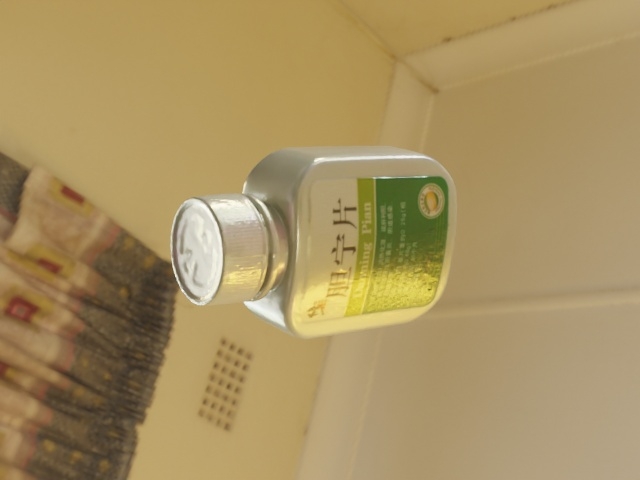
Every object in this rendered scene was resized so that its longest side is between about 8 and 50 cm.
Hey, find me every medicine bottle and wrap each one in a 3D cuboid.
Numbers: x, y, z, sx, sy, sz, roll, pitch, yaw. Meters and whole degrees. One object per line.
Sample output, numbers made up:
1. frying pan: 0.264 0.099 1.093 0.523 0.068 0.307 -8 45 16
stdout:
1. medicine bottle: 0.000 0.000 0.610 0.069 0.183 0.119 24 -68 51
